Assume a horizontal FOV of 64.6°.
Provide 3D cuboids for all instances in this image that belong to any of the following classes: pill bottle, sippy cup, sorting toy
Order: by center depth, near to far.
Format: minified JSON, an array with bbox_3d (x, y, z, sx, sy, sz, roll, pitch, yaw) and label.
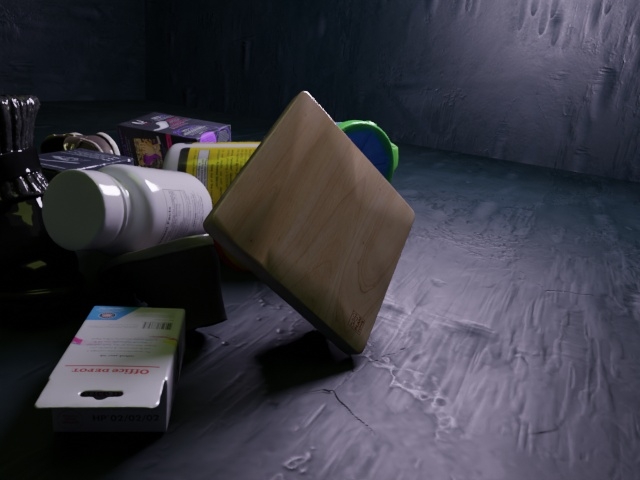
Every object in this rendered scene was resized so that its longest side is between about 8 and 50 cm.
[{"bbox_3d":[-0.013,-0.020,0.687,0.089,0.255,0.257,-21,32,47],"label":"sorting toy"},{"bbox_3d":[-0.269,-0.042,0.732,0.131,0.131,0.229,13,7,18],"label":"pill bottle"},{"bbox_3d":[-0.107,-0.089,0.945,0.333,0.188,0.188,-1,19,-1],"label":"pill bottle"},{"bbox_3d":[0.028,-0.199,1.279,0.305,0.240,0.224,22,6,-38],"label":"sippy cup"}]

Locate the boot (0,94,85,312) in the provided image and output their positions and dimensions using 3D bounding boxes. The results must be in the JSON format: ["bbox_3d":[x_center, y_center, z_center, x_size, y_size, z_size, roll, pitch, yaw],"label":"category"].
[{"bbox_3d":[-0.434,-0.068,0.712,0.131,0.260,0.348,-9,24,-38],"label":"boot"}]

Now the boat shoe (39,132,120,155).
[{"bbox_3d":[-0.641,-0.231,1.347,0.324,0.117,0.096,18,26,40],"label":"boat shoe"}]

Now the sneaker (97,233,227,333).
[{"bbox_3d":[-0.219,0.072,0.676,0.222,0.118,0.083,-16,-6,36],"label":"sneaker"}]

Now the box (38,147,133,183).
[{"bbox_3d":[-0.523,-0.123,1.076,0.153,0.108,0.207,13,20,17],"label":"box"}]

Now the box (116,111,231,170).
[{"bbox_3d":[-0.403,-0.257,1.418,0.270,0.143,0.165,14,30,20],"label":"box"}]

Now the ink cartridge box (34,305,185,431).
[{"bbox_3d":[-0.200,0.134,0.511,0.104,0.062,0.181,3,19,-8],"label":"ink cartridge box"}]
